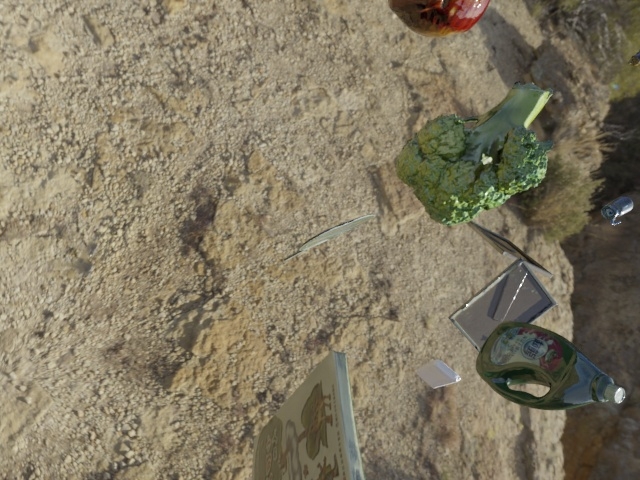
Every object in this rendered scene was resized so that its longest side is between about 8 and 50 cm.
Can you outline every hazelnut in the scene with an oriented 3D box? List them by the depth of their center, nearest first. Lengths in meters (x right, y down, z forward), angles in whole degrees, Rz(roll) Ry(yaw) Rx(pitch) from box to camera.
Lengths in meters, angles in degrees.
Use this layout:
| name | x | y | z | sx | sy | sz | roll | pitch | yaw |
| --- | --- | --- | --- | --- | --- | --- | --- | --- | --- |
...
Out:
| name | x | y | z | sx | sy | sz | roll | pitch | yaw |
| --- | --- | --- | --- | --- | --- | --- | --- | --- | --- |
| hazelnut | 0.278 | -0.582 | 0.907 | 0.229 | 0.229 | 0.229 | 14 | 66 | -35 |

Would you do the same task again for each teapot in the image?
| name | x | y | z | sx | sy | sz | roll | pitch | yaw |
| --- | --- | --- | --- | --- | --- | --- | --- | --- | --- |
| teapot | 0.866 | -0.089 | 1.172 | 0.083 | 0.049 | 0.063 | -25 | 131 | -15 |

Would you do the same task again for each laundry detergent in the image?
| name | x | y | z | sx | sy | sz | roll | pitch | yaw |
| --- | --- | --- | --- | --- | --- | --- | --- | --- | --- |
| laundry detergent | 0.356 | 0.209 | 0.635 | 0.137 | 0.211 | 0.063 | -46 | 112 | -12 |

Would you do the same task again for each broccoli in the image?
| name | x | y | z | sx | sy | sz | roll | pitch | yaw |
| --- | --- | --- | --- | --- | --- | --- | --- | --- | --- |
| broccoli | 0.275 | -0.169 | 0.708 | 0.186 | 0.302 | 0.254 | 31 | 30 | -23 |

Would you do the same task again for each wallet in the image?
| name | x | y | z | sx | sy | sz | roll | pitch | yaw |
| --- | --- | --- | --- | --- | --- | --- | --- | --- | --- |
| wallet | 0.383 | 0.444 | 1.329 | 0.095 | 0.190 | 0.033 | 42 | 65 | 9 |

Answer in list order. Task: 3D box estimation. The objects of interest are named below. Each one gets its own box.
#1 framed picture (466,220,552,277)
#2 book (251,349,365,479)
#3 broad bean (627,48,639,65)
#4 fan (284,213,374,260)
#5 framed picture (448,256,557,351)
| name | x | y | z | sx | sy | sz | roll | pitch | yaw |
| --- | --- | --- | --- | --- | --- | --- | --- | --- | --- |
| framed picture | 0.712 | 0.023 | 1.540 | 0.232 | 0.024 | 0.315 | 24 | 20 | -13 |
| book | -0.039 | 0.396 | 0.686 | 0.043 | 0.371 | 0.260 | 17 | 37 | -20 |
| broad bean | 0.628 | -0.397 | 0.688 | 0.297 | 0.060 | 0.043 | -52 | 151 | -11 |
| fan | 0.031 | -0.014 | 1.057 | 0.223 | 0.294 | 0.012 | -24 | 85 | -20 |
| framed picture | 0.550 | 0.210 | 1.205 | 0.281 | 0.019 | 0.209 | -40 | 105 | 5 |
